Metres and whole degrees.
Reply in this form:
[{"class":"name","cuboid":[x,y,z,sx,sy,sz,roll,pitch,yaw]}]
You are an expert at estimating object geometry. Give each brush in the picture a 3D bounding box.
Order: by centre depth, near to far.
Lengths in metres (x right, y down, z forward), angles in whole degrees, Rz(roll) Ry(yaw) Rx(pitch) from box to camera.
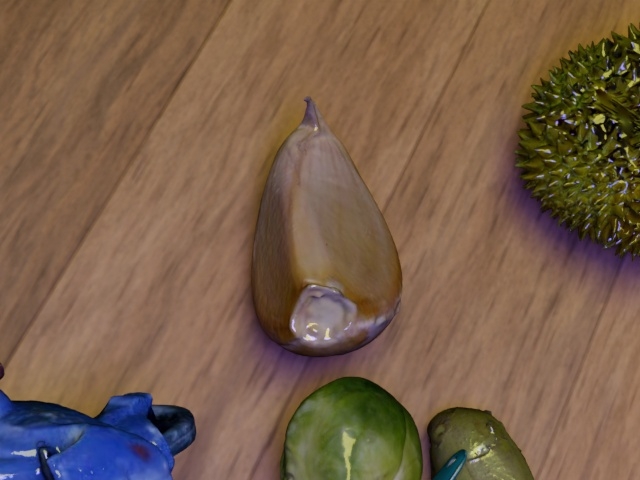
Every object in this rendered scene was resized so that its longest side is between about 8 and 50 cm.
[{"class":"brush","cuboid":[0.081,0.273,1.328,0.032,0.043,0.193,40,83,-11]}]

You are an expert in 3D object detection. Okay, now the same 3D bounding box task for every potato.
[{"class":"potato","cuboid":[0.152,0.242,1.367,0.105,0.085,0.188,-19,66,2]}]

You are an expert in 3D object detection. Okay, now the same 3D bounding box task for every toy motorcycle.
[{"class":"toy motorcycle","cuboid":[-0.248,0.209,1.107,0.319,0.182,0.241,-11,41,-3]}]

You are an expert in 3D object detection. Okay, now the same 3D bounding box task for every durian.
[{"class":"durian","cuboid":[0.353,-0.102,1.512,0.291,0.224,0.291,-8,71,22]}]

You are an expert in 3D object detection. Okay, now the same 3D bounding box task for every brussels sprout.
[{"class":"brussels sprout","cuboid":[0.026,0.200,1.333,0.117,0.155,0.155,15,53,41]}]

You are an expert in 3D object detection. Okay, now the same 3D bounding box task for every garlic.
[{"class":"garlic","cuboid":[0.001,0.002,1.400,0.145,0.164,0.245,-7,60,2]}]
